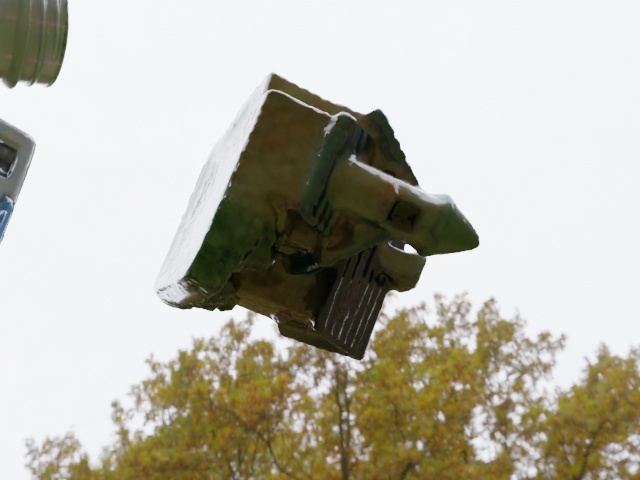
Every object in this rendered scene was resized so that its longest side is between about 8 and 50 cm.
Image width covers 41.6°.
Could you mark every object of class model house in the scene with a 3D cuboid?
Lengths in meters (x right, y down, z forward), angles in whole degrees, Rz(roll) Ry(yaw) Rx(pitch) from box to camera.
[{"bbox_3d":[0.000,0.000,0.935,0.280,0.312,0.245,25,-106,-14],"label":"model house"}]

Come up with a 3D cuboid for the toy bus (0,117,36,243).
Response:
[{"bbox_3d":[-0.287,-0.052,0.374,0.297,0.131,0.106,30,-37,-21],"label":"toy bus"}]

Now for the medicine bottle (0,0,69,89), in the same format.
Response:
[{"bbox_3d":[-0.394,-0.206,0.737,0.324,0.124,0.179,1,-64,-32],"label":"medicine bottle"}]
